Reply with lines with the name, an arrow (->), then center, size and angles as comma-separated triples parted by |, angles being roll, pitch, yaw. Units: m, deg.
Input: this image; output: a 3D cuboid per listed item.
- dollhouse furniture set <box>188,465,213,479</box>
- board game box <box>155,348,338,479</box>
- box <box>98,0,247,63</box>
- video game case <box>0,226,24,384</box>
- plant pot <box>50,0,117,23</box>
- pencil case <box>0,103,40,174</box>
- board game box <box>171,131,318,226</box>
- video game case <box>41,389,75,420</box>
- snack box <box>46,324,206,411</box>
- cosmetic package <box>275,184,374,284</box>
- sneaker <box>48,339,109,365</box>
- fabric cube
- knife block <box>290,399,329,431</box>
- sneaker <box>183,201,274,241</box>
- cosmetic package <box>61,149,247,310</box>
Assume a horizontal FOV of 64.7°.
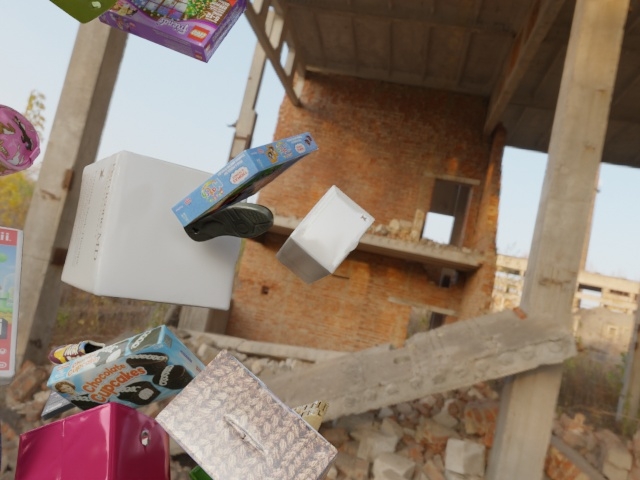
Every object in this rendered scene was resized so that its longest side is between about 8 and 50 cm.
dollhouse furniture set -> -0.252, 0.801, 1.508 | 0.301, 0.198, 0.151 | 39, 44, 27
board game box -> -0.113, 0.348, 0.834 | 0.232, 0.141, 0.291 | 37, -27, 18
box -> -0.349, -0.553, 1.189 | 0.293, 0.201, 0.057 | 23, -22, 7
video game case -> -0.536, 0.072, 0.703 | 0.204, 0.025, 0.285 | 12, 38, -36
plant pot -> -0.452, -0.594, 0.952 | 0.207, 0.227, 0.228 | -9, -16, 22
pencil case -> -0.878, -0.204, 1.216 | 0.385, 0.160, 0.167 | -14, -8, 15
board game box -> -0.110, -0.101, 0.789 | 0.160, 0.039, 0.211 | -31, 5, 29
video game case -> -0.781, 0.481, 1.638 | 0.196, 0.026, 0.274 | -22, 9, -19
snack box -> -0.464, 0.330, 1.228 | 0.321, 0.060, 0.187 | -22, -52, 12
cosmetic package -> 0.000, 0.000, 1.473 | 0.155, 0.197, 0.365 | 40, -16, -1
sneaker -> -0.734, 0.335, 1.537 | 0.185, 0.070, 0.084 | -1, -38, -8
fabric cube -> -0.520, 0.569, 1.178 | 0.259, 0.258, 0.254 | -21, -38, 6
knife block -> -0.070, 0.628, 1.500 | 0.275, 0.242, 0.088 | -21, 5, 17
sneaker -> -0.183, -0.064, 1.098 | 0.227, 0.130, 0.087 | -7, -57, 35
cosmetic package -> -0.436, -0.017, 1.313 | 0.327, 0.330, 0.393 | 13, -7, -36
